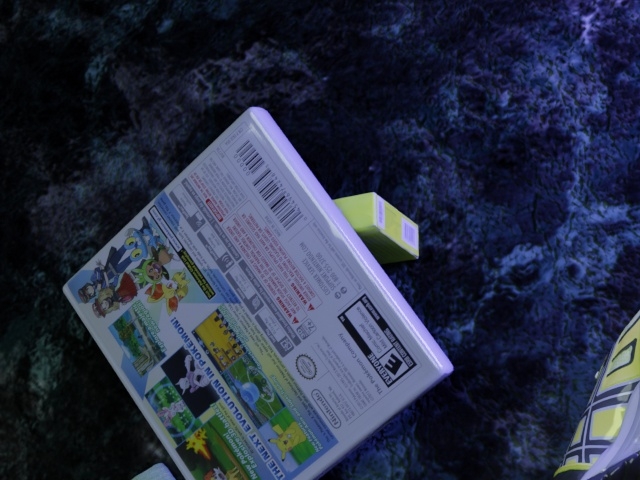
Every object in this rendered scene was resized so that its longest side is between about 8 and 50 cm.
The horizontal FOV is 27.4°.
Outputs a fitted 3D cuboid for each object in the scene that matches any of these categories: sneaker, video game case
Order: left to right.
[{"bbox_3d":[-0.074,0.086,1.315,0.300,0.036,0.329,-41,75,20],"label":"video game case"},{"bbox_3d":[0.281,0.182,1.123,0.385,0.145,0.147,-58,13,8],"label":"sneaker"}]

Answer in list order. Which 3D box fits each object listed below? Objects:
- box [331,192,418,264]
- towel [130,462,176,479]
[{"bbox_3d":[0.000,0.000,1.360,0.178,0.109,0.042,-10,68,26],"label":"box"},{"bbox_3d":[-0.167,0.386,1.270,0.248,0.038,0.325,-32,49,-23],"label":"towel"}]
